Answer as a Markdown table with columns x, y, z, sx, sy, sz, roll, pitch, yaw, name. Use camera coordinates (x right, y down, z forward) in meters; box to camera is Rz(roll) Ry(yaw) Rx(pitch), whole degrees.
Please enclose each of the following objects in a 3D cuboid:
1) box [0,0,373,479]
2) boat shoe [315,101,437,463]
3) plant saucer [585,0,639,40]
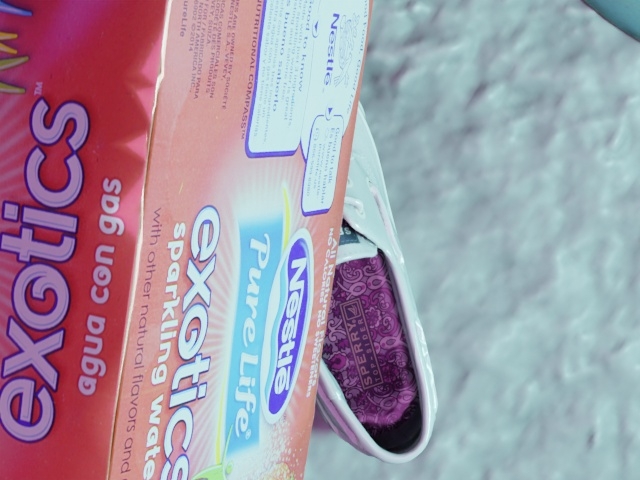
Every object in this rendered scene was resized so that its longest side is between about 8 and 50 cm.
| x | y | z | sx | sy | sz | roll | pitch | yaw | name |
| --- | --- | --- | --- | --- | --- | --- | --- | --- | --- |
| -0.083 | -0.005 | 0.507 | 0.142 | 0.154 | 0.300 | 11 | 99 | 22 | box |
| 0.000 | 0.000 | 0.591 | 0.066 | 0.063 | 0.184 | -16 | 102 | -8 | boat shoe |
| 0.208 | -0.218 | 0.607 | 0.317 | 0.044 | 0.318 | -2 | 100 | -12 | plant saucer |
